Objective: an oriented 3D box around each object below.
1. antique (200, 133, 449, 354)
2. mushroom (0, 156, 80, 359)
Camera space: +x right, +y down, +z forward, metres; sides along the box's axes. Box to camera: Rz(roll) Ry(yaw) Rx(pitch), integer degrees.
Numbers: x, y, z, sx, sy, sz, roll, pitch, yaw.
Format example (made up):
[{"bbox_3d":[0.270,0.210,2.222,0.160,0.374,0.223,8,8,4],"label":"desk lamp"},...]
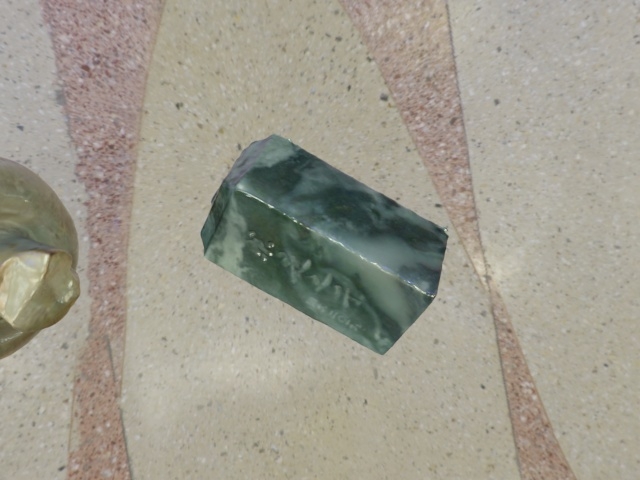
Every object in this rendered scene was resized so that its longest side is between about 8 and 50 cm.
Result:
[{"bbox_3d":[0.000,0.000,0.483,0.182,0.086,0.088,29,131,-4],"label":"antique"},{"bbox_3d":[-0.307,0.023,0.561,0.204,0.204,0.205,-1,96,-6],"label":"mushroom"}]
